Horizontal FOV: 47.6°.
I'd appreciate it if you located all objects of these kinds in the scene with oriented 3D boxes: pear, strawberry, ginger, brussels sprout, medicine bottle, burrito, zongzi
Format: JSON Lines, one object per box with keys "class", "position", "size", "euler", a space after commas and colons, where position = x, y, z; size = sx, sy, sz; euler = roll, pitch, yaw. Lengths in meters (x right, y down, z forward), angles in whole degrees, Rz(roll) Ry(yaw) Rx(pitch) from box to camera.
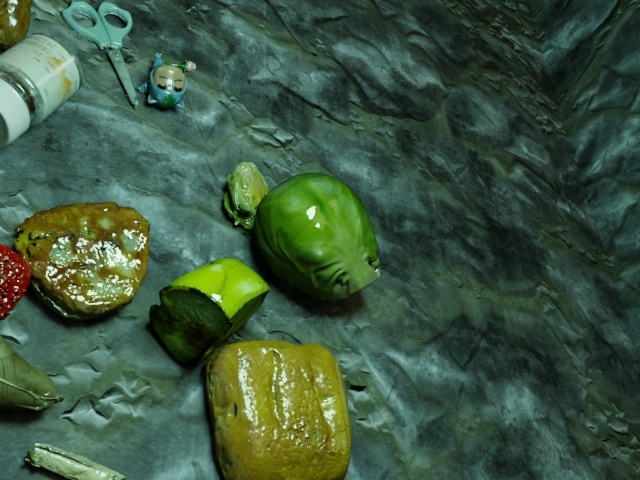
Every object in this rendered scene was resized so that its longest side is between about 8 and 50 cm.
{"class": "pear", "position": [-0.219, 0.118, 1.585], "size": [0.164, 0.238, 0.255], "euler": [44, 44, 6]}
{"class": "strawberry", "position": [-0.628, 0.077, 1.342], "size": [0.201, 0.184, 0.186], "euler": [-11, 71, -53]}
{"class": "ginger", "position": [-0.772, -0.616, 1.744], "size": [0.165, 0.172, 0.321], "euler": [-9, 62, 2]}
{"class": "brussels sprout", "position": [-0.189, -0.113, 1.885], "size": [0.139, 0.100, 0.181], "euler": [13, 51, -44]}
{"class": "medicine bottle", "position": [-0.668, -0.335, 1.614], "size": [0.165, 0.165, 0.273], "euler": [38, 44, -10]}
{"class": "burrito", "position": [-0.446, 0.417, 1.331], "size": [0.186, 0.041, 0.045], "euler": [31, 87, -18]}
{"class": "zongzi", "position": [-0.540, 0.221, 1.320], "size": [0.189, 0.081, 0.178], "euler": [11, 92, -34]}
{"class": "brussels sprout", "position": [0.001, -0.002, 1.817], "size": [0.354, 0.289, 0.281], "euler": [52, 55, -13]}

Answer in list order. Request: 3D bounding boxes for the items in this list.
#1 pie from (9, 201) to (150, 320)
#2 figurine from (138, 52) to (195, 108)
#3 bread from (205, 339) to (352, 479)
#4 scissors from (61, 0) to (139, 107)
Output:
{"class": "pie", "position": [-0.496, 0.039, 1.534], "size": [0.308, 0.085, 0.308], "euler": [17, 53, -23]}
{"class": "figurine", "position": [-0.405, -0.439, 1.924], "size": [0.114, 0.144, 0.178], "euler": [18, 39, -33]}
{"class": "bread", "position": [-0.073, 0.379, 1.575], "size": [0.337, 0.148, 0.327], "euler": [9, 55, -33]}
{"class": "scissors", "position": [-0.551, -0.498, 1.928], "size": [0.191, 0.029, 0.360], "euler": [-12, 70, -39]}
